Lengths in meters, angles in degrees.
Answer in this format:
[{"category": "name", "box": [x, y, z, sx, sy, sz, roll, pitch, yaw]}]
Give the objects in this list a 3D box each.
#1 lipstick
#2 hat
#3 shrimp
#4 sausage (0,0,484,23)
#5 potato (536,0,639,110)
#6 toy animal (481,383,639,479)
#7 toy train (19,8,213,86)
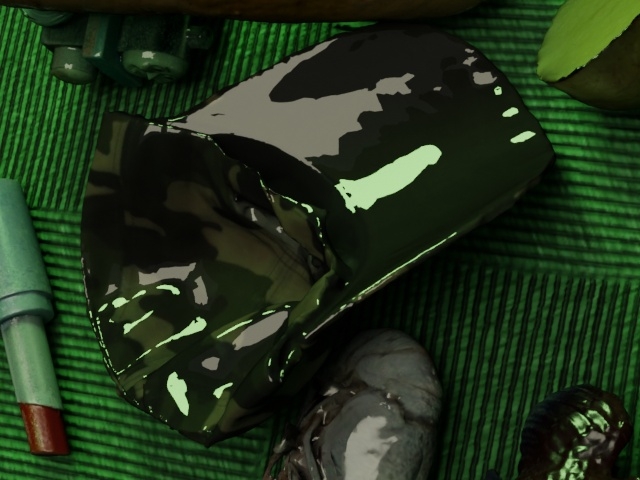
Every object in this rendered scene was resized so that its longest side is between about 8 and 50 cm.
[{"category": "lipstick", "box": [-0.278, 0.076, 1.537, 0.068, 0.061, 0.274, -23, 68, 15]}, {"category": "hat", "box": [0.000, 0.000, 1.409, 0.381, 0.257, 0.366, -13, 48, -16]}, {"category": "shrimp", "box": [0.000, 0.230, 1.343, 0.145, 0.116, 0.343, 14, 76, 27]}, {"category": "sausage", "box": [-0.076, -0.248, 1.418, 0.500, 0.136, 0.123, 2, 92, 5]}, {"category": "potato", "box": [0.301, -0.196, 1.320, 0.111, 0.160, 0.272, 42, 100, -16]}, {"category": "toy animal", "box": [0.183, 0.208, 1.234, 0.116, 0.179, 0.218, 7, 77, -1]}, {"category": "toy train", "box": [-0.165, -0.288, 1.555, 0.194, 0.120, 0.298, 5, 79, 20]}]
